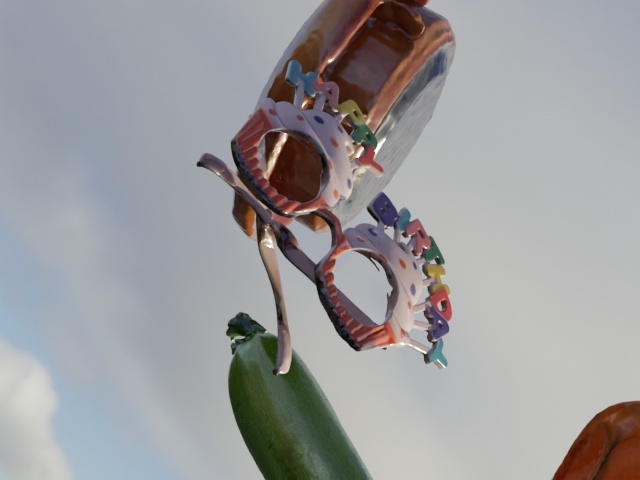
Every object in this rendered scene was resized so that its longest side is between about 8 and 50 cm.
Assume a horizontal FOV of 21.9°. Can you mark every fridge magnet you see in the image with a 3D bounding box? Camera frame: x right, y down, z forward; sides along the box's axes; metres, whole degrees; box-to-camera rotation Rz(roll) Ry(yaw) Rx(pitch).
[{"bbox_3d":[0.026,-0.150,1.839,0.155,0.363,0.363,32,-19,10],"label":"fridge magnet"}]

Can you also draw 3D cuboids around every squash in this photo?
[{"bbox_3d":[-0.017,0.213,1.678,0.378,0.101,0.101,60,-7,38],"label":"squash"}]

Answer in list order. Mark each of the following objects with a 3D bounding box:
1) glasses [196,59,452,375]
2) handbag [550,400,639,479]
[{"bbox_3d":[0.008,-0.004,1.218,0.095,0.162,0.255,-25,-86,45],"label":"glasses"},{"bbox_3d":[0.325,0.239,1.105,0.303,0.410,0.116,116,-22,-49],"label":"handbag"}]
